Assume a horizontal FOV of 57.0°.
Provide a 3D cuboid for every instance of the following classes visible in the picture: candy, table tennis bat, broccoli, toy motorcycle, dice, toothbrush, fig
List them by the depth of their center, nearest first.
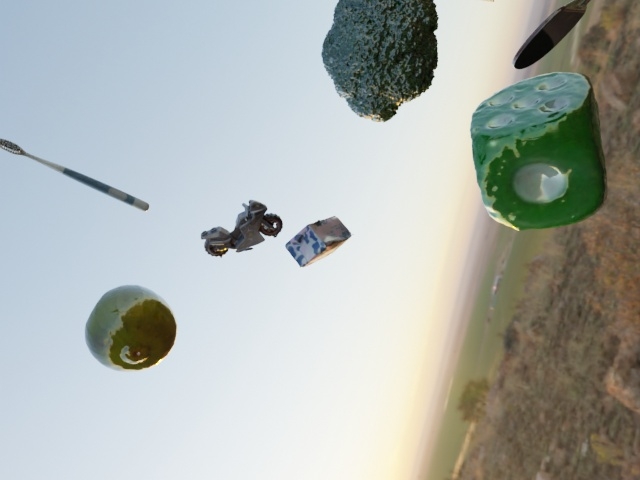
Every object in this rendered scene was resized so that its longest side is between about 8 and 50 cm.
[{"bbox_3d":[-0.437,-0.116,1.055,0.025,0.276,0.019,-18,49,67],"label":"toothbrush"},{"bbox_3d":[0.494,-0.449,1.185,0.154,0.021,0.274,-19,-22,-44],"label":"table tennis bat"},{"bbox_3d":[0.144,-0.421,1.297,0.297,0.298,0.297,-26,-50,-55],"label":"broccoli"},{"bbox_3d":[0.000,0.000,1.345,0.092,0.073,0.160,-43,-10,26],"label":"candy"},{"bbox_3d":[-0.453,0.204,1.395,0.207,0.230,0.207,-15,-66,-38],"label":"fig"},{"bbox_3d":[0.542,-0.219,1.456,0.297,0.287,0.300,62,-148,-31],"label":"dice"},{"bbox_3d":[-0.207,-0.031,1.512,0.080,0.215,0.122,-107,-5,-55],"label":"toy motorcycle"}]
